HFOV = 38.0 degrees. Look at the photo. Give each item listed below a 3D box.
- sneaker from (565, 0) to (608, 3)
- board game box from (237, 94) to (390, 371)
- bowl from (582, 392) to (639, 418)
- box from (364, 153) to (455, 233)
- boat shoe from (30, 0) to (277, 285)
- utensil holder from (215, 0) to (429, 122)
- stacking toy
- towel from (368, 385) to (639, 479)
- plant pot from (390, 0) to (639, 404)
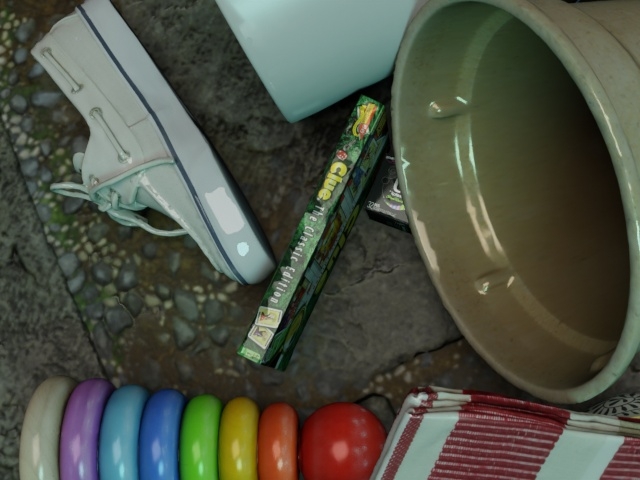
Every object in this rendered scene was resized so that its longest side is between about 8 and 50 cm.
[{"bbox_3d":[0.250,-0.197,0.928,0.232,0.081,0.090,-16,74,-3],"label":"sneaker"},{"bbox_3d":[0.000,0.000,0.890,0.030,0.136,0.259,24,84,8],"label":"board game box"},{"bbox_3d":[0.281,0.189,0.827,0.170,0.080,0.170,2,124,4],"label":"bowl"},{"bbox_3d":[0.095,-0.040,0.928,0.083,0.052,0.062,20,83,12],"label":"box"},{"bbox_3d":[-0.192,-0.080,0.933,0.156,0.136,0.367,-35,73,0],"label":"boat shoe"},{"bbox_3d":[0.068,-0.328,0.857,0.386,0.327,0.327,-29,76,4],"label":"utensil holder"},{"bbox_3d":[-0.101,0.193,0.874,0.331,0.141,0.141,-2,78,3],"label":"stacking toy"},{"bbox_3d":[0.186,0.228,0.747,0.329,0.037,0.237,11,121,-13],"label":"towel"},{"bbox_3d":[0.271,-0.073,0.778,0.306,0.334,0.333,-17,76,-19],"label":"plant pot"}]
